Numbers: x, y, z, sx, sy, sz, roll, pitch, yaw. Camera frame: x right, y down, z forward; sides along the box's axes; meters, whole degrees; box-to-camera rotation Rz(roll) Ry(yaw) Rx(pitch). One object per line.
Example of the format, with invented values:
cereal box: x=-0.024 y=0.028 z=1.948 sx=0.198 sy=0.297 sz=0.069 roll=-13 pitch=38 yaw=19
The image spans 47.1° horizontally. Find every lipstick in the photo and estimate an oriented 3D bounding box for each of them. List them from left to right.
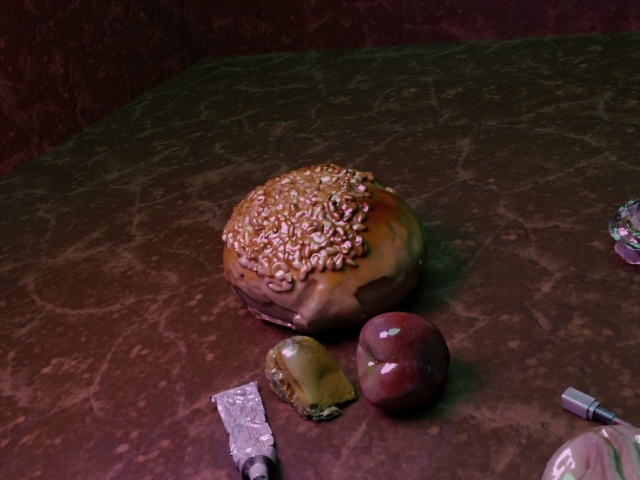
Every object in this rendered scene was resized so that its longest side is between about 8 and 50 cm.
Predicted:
lipstick: x=0.392 y=0.243 z=1.033 sx=0.025 sy=0.025 sz=0.107 roll=-34 pitch=42 yaw=-31

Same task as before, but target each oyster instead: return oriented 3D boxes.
oyster: x=0.693 y=-0.037 z=1.280 sx=0.351 sy=0.158 sz=0.162 roll=-11 pitch=61 yaw=32

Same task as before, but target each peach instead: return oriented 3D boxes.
peach: x=0.134 y=0.184 z=1.144 sx=0.152 sy=0.152 sz=0.152 roll=-11 pitch=29 yaw=6

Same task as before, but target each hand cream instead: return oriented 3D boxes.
hand cream: x=-0.111 y=0.301 z=1.135 sx=0.084 sy=0.050 sz=0.257 roll=-18 pitch=23 yaw=-11

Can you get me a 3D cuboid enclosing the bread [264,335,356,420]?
bread: x=-0.023 y=0.210 z=1.195 sx=0.156 sy=0.110 sz=0.103 roll=17 pitch=36 yaw=42

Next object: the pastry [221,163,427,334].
pastry: x=0.000 y=0.000 z=1.405 sx=0.409 sy=0.245 sz=0.409 roll=-11 pitch=31 yaw=7

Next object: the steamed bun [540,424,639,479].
steamed bun: x=0.349 y=0.303 z=0.629 sx=0.324 sy=0.219 sz=0.310 roll=36 pitch=39 yaw=0
